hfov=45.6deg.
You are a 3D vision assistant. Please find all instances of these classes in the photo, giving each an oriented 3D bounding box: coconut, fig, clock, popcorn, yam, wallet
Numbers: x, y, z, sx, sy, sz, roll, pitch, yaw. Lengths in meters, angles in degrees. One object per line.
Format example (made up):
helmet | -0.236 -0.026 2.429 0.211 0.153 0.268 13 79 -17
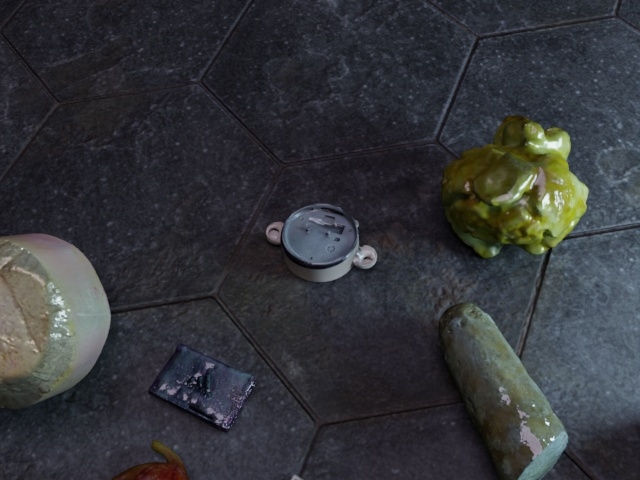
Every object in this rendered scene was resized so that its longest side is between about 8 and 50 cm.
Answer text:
coconut | -0.518 0.134 1.303 0.298 0.309 0.297 0 88 1
fig | -0.256 0.407 1.193 0.175 0.175 0.207 22 43 18
clock | 0.000 0.000 1.481 0.229 0.063 0.155 17 61 14
popcorn | 0.365 -0.102 1.419 0.277 0.225 0.276 -1 61 2
yam | 0.294 0.246 1.267 0.133 0.133 0.330 -19 54 -7
wallet | -0.209 0.259 1.351 0.166 0.030 0.111 22 57 16

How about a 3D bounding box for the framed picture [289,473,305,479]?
framed picture | -0.036 0.492 1.195 0.150 0.015 0.203 26 64 20
